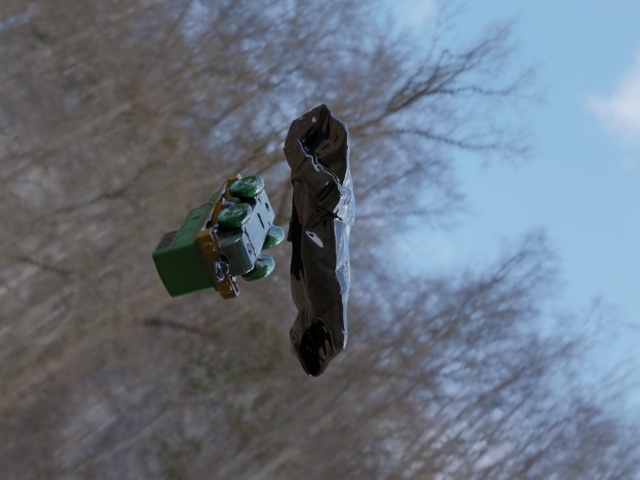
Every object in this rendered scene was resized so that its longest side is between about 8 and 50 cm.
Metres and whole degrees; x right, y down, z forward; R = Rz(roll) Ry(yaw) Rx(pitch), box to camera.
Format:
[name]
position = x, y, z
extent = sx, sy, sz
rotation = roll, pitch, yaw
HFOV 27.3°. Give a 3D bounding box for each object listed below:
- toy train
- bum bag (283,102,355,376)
[toy train]
position = -0.125, -0.003, 1.607
extent = 0.136, 0.228, 0.091
rotation = -16, -67, 14
[bum bag]
position = 0.000, 0.000, 1.482
extent = 0.137, 0.074, 0.310
rotation = -178, -94, -69
